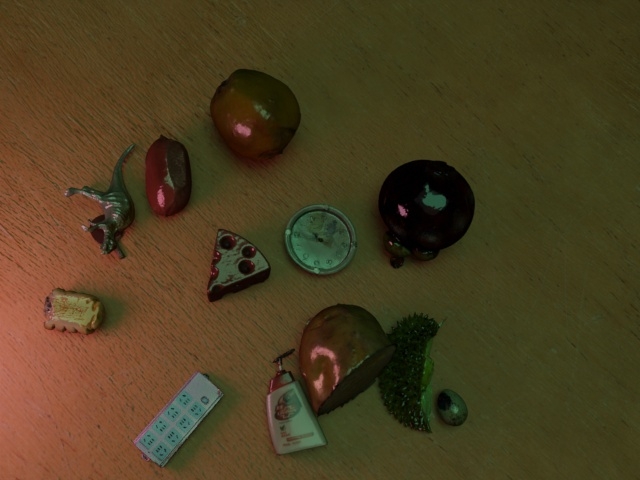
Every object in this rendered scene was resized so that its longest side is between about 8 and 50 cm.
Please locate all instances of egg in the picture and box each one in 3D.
[{"bbox_3d":[0.393,0.500,1.769,0.085,0.085,0.110,-16,74,-15],"label":"egg"}]

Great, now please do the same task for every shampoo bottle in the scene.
[{"bbox_3d":[-0.087,0.461,1.699,0.153,0.071,0.284,-15,74,0],"label":"shampoo bottle"}]

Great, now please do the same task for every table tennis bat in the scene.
[{"bbox_3d":[-0.641,-0.010,1.800,0.087,0.013,0.156,-31,78,-21],"label":"table tennis bat"}]

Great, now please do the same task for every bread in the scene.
[{"bbox_3d":[-0.703,0.205,1.675,0.177,0.084,0.119,13,71,-6],"label":"bread"}]

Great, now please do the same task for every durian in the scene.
[{"bbox_3d":[0.275,0.385,1.779,0.169,0.157,0.356,22,73,-43],"label":"durian"}]

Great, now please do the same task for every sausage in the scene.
[{"bbox_3d":[-0.469,-0.204,1.831,0.148,0.148,0.254,-10,75,-13],"label":"sausage"}]

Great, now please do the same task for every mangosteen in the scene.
[{"bbox_3d":[0.324,-0.084,1.884,0.306,0.360,0.306,12,35,-9],"label":"mangosteen"}]

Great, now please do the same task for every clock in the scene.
[{"bbox_3d":[0.000,0.000,1.888,0.236,0.053,0.236,3,73,-9],"label":"clock"}]

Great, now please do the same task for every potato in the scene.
[{"bbox_3d":[0.045,0.314,1.704,0.288,0.301,0.237,-15,54,-43],"label":"potato"}]

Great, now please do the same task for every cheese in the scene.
[{"bbox_3d":[-0.275,0.061,1.786,0.203,0.128,0.177,-22,74,-12],"label":"cheese"}]

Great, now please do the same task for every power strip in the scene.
[{"bbox_3d":[-0.394,0.498,1.654,0.109,0.037,0.279,39,69,5],"label":"power strip"}]

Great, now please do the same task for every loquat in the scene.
[{"bbox_3d":[-0.210,-0.393,1.868,0.284,0.276,0.276,38,68,-13],"label":"loquat"}]

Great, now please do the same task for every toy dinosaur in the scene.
[{"bbox_3d":[-0.647,-0.135,1.802,0.205,0.092,0.393,21,52,-5],"label":"toy dinosaur"}]
